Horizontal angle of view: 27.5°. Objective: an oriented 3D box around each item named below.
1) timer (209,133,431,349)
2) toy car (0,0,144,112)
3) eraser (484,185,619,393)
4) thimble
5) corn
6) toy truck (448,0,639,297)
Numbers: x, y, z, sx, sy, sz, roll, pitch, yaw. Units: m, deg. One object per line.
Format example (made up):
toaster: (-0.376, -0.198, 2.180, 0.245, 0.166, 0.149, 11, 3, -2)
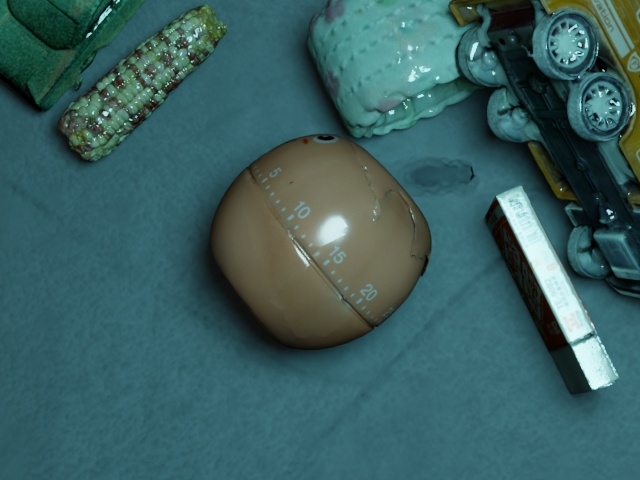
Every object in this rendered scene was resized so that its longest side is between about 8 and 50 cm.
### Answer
timer: (0.000, 0.000, 1.433, 0.215, 0.229, 0.230, -35, 81, -1)
toy car: (-0.277, -0.314, 1.563, 0.141, 0.097, 0.321, 40, 88, 8)
eraser: (0.250, 0.059, 1.439, 0.038, 0.157, 0.230, -25, 82, -1)
thimble: (0.101, -0.219, 1.476, 0.211, 0.185, 0.149, -22, 82, -10)
corn: (-0.210, -0.191, 1.552, 0.237, 0.079, 0.079, -43, 81, -1)
toy truck: (0.320, -0.133, 1.378, 0.207, 0.173, 0.387, -39, 109, -19)
